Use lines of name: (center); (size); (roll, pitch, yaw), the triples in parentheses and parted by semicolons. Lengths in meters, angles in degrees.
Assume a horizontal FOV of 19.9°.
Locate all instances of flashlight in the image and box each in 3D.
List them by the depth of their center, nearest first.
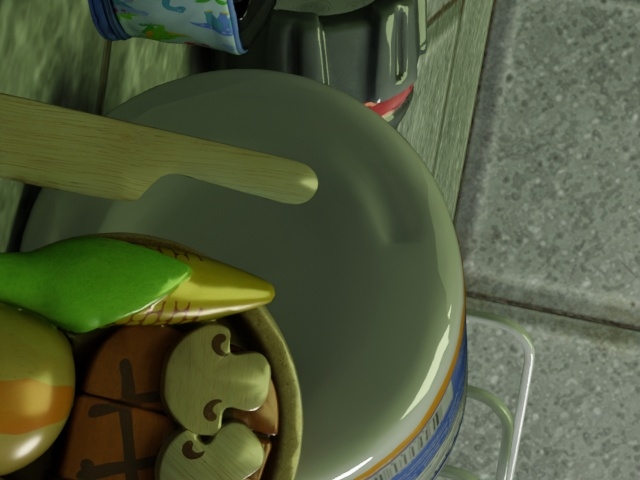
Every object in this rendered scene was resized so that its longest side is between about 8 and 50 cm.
flashlight: (0.000, 0.000, 0.904); (0.103, 0.103, 0.304); (-124, -154, -50)

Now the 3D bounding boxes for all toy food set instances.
toy food set: (-0.064, 0.060, 0.535); (0.038, 0.132, 0.192); (-161, -100, -67)

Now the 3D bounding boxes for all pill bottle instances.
pill bottle: (-0.017, 0.045, 0.723); (0.272, 0.152, 0.152); (72, 30, -75)

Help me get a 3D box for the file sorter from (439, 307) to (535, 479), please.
file sorter: (0.015, 0.184, 1.082); (0.278, 0.173, 0.193); (-70, 168, -46)

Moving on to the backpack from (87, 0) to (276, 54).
backpack: (-0.044, -0.117, 0.544); (0.105, 0.084, 0.114); (83, 15, -65)
